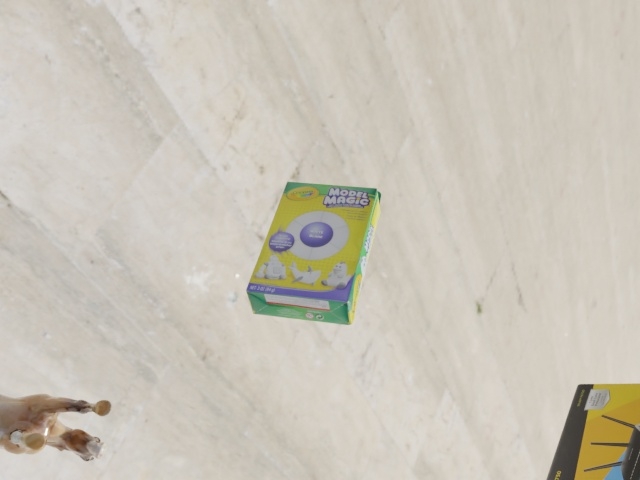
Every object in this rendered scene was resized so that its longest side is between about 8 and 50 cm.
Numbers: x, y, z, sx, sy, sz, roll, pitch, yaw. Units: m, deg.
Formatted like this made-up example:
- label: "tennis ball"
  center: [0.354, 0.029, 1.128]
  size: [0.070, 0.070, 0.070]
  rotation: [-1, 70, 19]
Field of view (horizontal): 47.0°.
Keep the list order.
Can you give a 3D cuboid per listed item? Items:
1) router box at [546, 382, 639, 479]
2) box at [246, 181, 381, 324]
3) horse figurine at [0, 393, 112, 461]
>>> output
- label: "router box"
  center: [0.298, 0.222, 0.720]
  size: [0.046, 0.133, 0.179]
  rotation: [52, 50, -22]
- label: "box"
  center: [0.000, 0.000, 0.762]
  size: [0.043, 0.105, 0.179]
  rotation: [81, 20, -45]
- label: "horse figurine"
  center: [-0.288, 0.148, 0.586]
  size: [0.263, 0.174, 0.066]
  rotation: [7, 74, -29]
